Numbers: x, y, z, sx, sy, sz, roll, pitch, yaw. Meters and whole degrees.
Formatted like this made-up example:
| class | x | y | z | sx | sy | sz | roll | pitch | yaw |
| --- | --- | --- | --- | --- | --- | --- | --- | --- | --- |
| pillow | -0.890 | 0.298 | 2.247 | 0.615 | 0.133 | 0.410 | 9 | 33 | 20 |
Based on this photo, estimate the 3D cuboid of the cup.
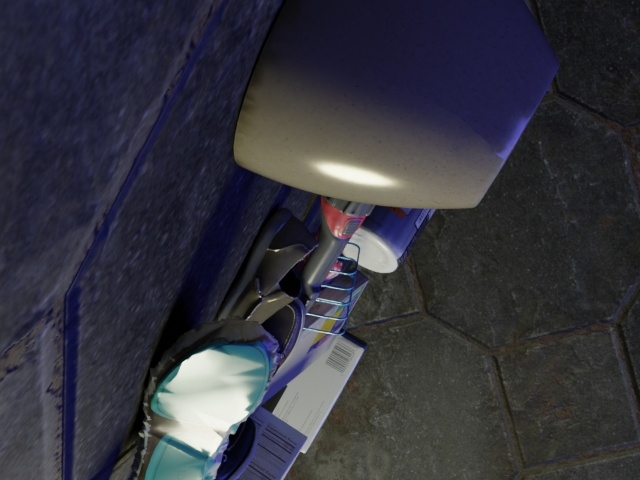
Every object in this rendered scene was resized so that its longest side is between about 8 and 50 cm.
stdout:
| class | x | y | z | sx | sy | sz | roll | pitch | yaw |
| --- | --- | --- | --- | --- | --- | --- | --- | --- | --- |
| cup | 0.097 | -0.161 | 0.928 | 0.331 | 0.237 | 0.331 | -58 | 174 | -9 |

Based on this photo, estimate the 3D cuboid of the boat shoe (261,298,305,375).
| class | x | y | z | sx | sy | sz | roll | pitch | yaw |
| --- | --- | --- | --- | --- | --- | --- | --- | --- | --- |
| boat shoe | -0.122 | 0.225 | 1.677 | 0.285 | 0.103 | 0.092 | -55 | -179 | 17 |

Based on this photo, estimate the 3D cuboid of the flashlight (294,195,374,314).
| class | x | y | z | sx | sy | sz | roll | pitch | yaw |
| --- | --- | --- | --- | --- | --- | --- | --- | --- | --- |
| flashlight | 0.000 | 0.000 | 1.653 | 0.304 | 0.103 | 0.103 | -58 | -179 | 35 |

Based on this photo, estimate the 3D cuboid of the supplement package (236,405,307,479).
| class | x | y | z | sx | sy | sz | roll | pitch | yaw |
| --- | --- | --- | --- | --- | --- | --- | --- | --- | --- |
| supplement package | -0.195 | 0.531 | 2.052 | 0.262 | 0.198 | 0.199 | -51 | 170 | -45 |

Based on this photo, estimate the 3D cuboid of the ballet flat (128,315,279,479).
| class | x | y | z | sx | sy | sz | roll | pitch | yaw |
| --- | --- | --- | --- | --- | --- | --- | --- | --- | --- |
| ballet flat | -0.168 | 0.202 | 1.180 | 0.147 | 0.147 | 0.408 | -53 | 174 | -50 |

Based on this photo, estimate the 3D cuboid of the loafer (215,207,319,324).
| class | x | y | z | sx | sy | sz | roll | pitch | yaw |
| --- | --- | --- | --- | --- | --- | --- | --- | --- | --- |
| loafer | -0.079 | 0.074 | 1.330 | 0.251 | 0.087 | 0.094 | -63 | 174 | 28 |

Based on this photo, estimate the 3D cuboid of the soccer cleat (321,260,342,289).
| class | x | y | z | sx | sy | sz | roll | pitch | yaw |
| --- | --- | --- | --- | --- | --- | --- | --- | --- | --- |
| soccer cleat | -0.007 | 0.075 | 2.027 | 0.095 | 0.083 | 0.248 | -55 | 176 | -6 |

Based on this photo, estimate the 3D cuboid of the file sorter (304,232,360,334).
| class | x | y | z | sx | sy | sz | roll | pitch | yaw |
| --- | --- | --- | --- | --- | --- | --- | --- | --- | --- |
| file sorter | 0.016 | 0.092 | 1.862 | 0.118 | 0.105 | 0.170 | -78 | 177 | -55 |

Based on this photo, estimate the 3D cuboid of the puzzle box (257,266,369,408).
| class | x | y | z | sx | sy | sz | roll | pitch | yaw |
| --- | --- | --- | --- | --- | --- | --- | --- | --- | --- |
| puzzle box | -0.062 | 0.243 | 2.060 | 0.409 | 0.052 | 0.272 | -33 | 157 | -49 |

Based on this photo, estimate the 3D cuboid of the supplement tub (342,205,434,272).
| class | x | y | z | sx | sy | sz | roll | pitch | yaw |
| --- | --- | --- | --- | --- | --- | --- | --- | --- | --- |
| supplement tub | 0.160 | -0.104 | 1.966 | 0.316 | 0.194 | 0.193 | -58 | 174 | -21 |

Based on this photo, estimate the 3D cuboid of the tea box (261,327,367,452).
| class | x | y | z | sx | sy | sz | roll | pitch | yaw |
| --- | --- | --- | --- | --- | --- | --- | --- | --- | --- |
| tea box | -0.040 | 0.382 | 2.556 | 0.329 | 0.220 | 0.323 | -60 | 175 | 0 |

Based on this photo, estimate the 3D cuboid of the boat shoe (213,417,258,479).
| class | x | y | z | sx | sy | sz | roll | pitch | yaw |
| --- | --- | --- | --- | --- | --- | --- | --- | --- | --- |
| boat shoe | -0.222 | 0.374 | 1.531 | 0.127 | 0.113 | 0.340 | -6 | -157 | 37 |
